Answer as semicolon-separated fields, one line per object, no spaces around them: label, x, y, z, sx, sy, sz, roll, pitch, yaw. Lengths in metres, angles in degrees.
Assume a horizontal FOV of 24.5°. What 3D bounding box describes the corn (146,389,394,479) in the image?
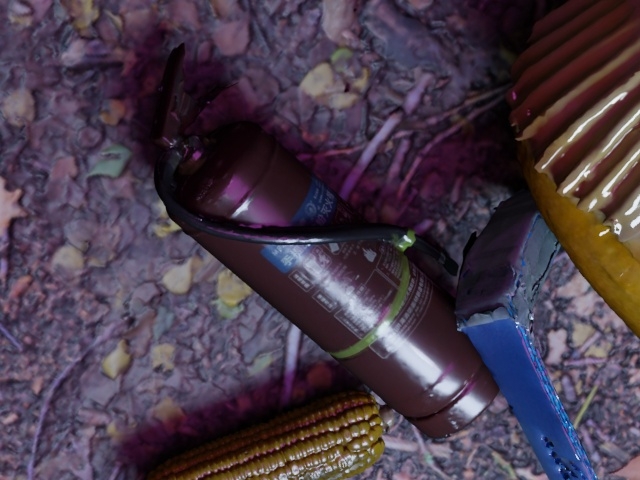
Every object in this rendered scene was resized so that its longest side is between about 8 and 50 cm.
corn;-0.039;0.172;1.133;0.207;0.068;0.068;-21;109;-11

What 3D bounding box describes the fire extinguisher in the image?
fire extinguisher;0.000;0.000;1.088;0.341;0.105;0.141;42;50;-21

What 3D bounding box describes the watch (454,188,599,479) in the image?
watch;0.201;0.119;1.115;0.274;0.068;0.276;42;52;-27

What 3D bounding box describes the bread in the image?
bread;0.295;-0.028;1.095;0.183;0.236;0.388;-33;113;34
